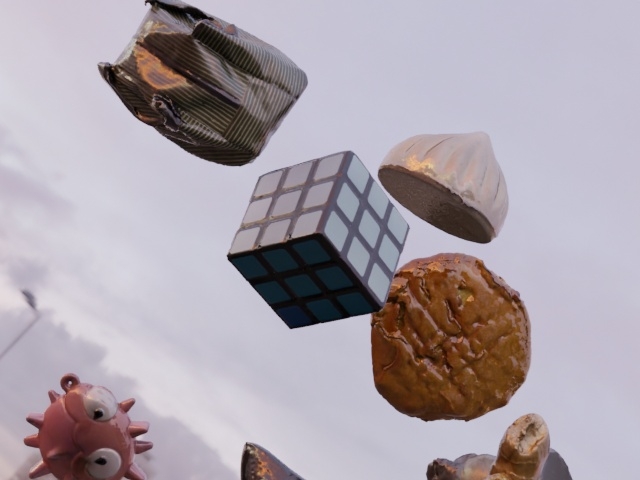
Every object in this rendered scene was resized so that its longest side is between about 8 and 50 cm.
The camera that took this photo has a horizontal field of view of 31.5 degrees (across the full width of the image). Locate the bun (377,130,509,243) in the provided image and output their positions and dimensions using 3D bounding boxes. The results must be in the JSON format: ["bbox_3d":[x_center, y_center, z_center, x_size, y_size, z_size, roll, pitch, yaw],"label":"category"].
[{"bbox_3d":[0.252,-0.127,2.107,0.263,0.175,0.263,31,-12,8],"label":"bun"}]

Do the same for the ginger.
[{"bbox_3d":[0.207,0.369,1.422,0.081,0.148,0.334,21,-57,10],"label":"ginger"}]

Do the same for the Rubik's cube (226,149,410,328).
[{"bbox_3d":[0.000,0.000,1.505,0.160,0.163,0.162,-14,-48,36],"label":"Rubik's cube"}]

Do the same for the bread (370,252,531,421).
[{"bbox_3d":[0.293,0.214,2.578,0.398,0.398,0.215,42,5,-3],"label":"bread"}]

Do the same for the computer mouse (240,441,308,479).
[{"bbox_3d":[-0.041,0.388,1.604,0.264,0.088,0.147,19,-37,45],"label":"computer mouse"}]

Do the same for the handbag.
[{"bbox_3d":[-0.220,-0.293,2.008,0.240,0.247,0.340,33,2,-44],"label":"handbag"}]

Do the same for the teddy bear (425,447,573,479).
[{"bbox_3d":[0.308,0.419,1.861,0.171,0.144,0.251,12,-20,-36],"label":"teddy bear"}]

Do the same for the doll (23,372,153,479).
[{"bbox_3d":[-0.383,0.342,1.882,0.093,0.211,0.262,-110,-165,-78],"label":"doll"}]
